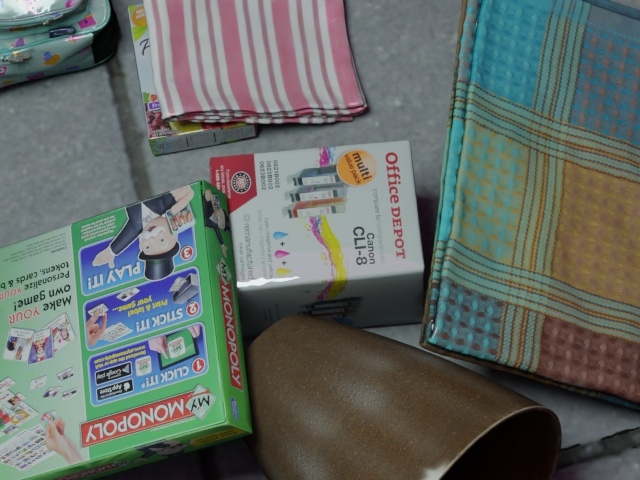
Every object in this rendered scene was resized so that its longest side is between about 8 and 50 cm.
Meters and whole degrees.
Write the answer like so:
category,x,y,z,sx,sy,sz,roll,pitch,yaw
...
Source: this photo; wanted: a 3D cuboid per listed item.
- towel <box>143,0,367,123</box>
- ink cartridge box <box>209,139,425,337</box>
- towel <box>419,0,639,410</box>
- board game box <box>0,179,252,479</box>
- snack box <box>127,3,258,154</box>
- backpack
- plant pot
category,x,y,z,sx,sy,sz,roll,pitch,yaw
towel,-0.061,-0.175,1.801,0.197,0.029,0.144,-2,66,-23
ink cartridge box,0.000,0.000,1.710,0.176,0.127,0.128,-6,68,0
towel,0.231,-0.048,1.715,0.271,0.040,0.370,16,66,-15
board game box,-0.213,0.096,1.657,0.317,0.046,0.213,-17,67,23
snack box,-0.118,-0.156,1.827,0.100,0.037,0.141,-9,68,-3
backpack,-0.294,-0.227,1.811,0.188,0.144,0.166,-18,74,-1
plant pot,0.039,0.166,1.617,0.230,0.215,0.215,35,73,30
